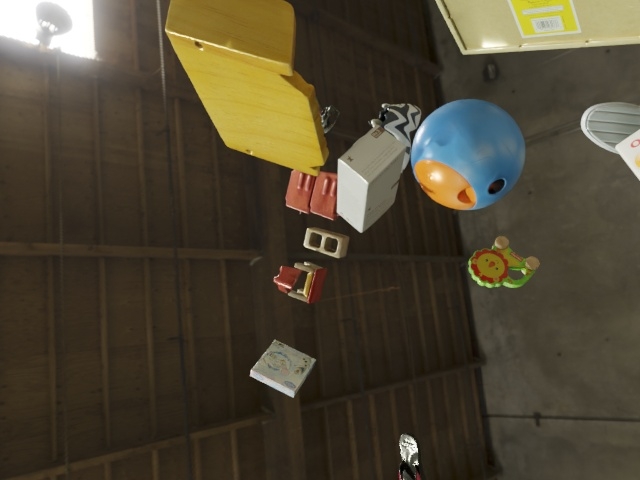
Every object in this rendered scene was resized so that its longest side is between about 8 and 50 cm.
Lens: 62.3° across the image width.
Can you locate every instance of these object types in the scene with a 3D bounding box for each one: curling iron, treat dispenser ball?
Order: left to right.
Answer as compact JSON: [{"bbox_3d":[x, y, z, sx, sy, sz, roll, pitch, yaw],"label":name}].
[{"bbox_3d":[0.006,-0.347,1.424,0.035,0.068,0.274,32,-163,-20],"label":"curling iron"},{"bbox_3d":[0.384,-0.224,1.391,0.288,0.288,0.288,15,-112,-41],"label":"treat dispenser ball"}]

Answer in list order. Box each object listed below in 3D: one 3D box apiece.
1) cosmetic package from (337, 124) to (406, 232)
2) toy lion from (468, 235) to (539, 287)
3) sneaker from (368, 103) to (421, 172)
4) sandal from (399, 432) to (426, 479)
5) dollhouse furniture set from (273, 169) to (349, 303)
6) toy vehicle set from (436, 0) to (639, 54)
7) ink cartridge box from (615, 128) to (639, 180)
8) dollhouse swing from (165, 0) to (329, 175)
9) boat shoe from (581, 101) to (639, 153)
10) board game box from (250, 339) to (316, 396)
[{"bbox_3d":[0.102,-0.121,1.108,0.085,0.231,0.117,41,-105,16],"label":"cosmetic package"},{"bbox_3d":[0.317,0.048,0.933,0.100,0.034,0.096,38,-109,21],"label":"toy lion"},{"bbox_3d":[0.214,-0.327,1.690,0.153,0.234,0.094,9,-155,-16],"label":"sneaker"},{"bbox_3d":[0.193,0.504,1.134,0.040,0.067,0.179,-14,-86,-45],"label":"sandal"},{"bbox_3d":[0.000,0.000,1.418,0.201,0.152,0.373,-2,-73,-62],"label":"dollhouse furniture set"},{"bbox_3d":[0.259,-0.299,0.623,0.166,0.267,0.035,44,-110,-42],"label":"toy vehicle set"},{"bbox_3d":[0.310,-0.047,0.409,0.090,0.092,0.143,32,-146,-31],"label":"ink cartridge box"},{"bbox_3d":[-0.088,-0.365,1.007,0.347,0.315,0.304,72,-139,-66],"label":"dollhouse swing"},{"bbox_3d":[0.727,-0.238,1.189,0.094,0.303,0.109,-77,0,-75],"label":"boat shoe"},{"bbox_3d":[-0.068,0.234,0.976,0.090,0.090,0.020,-47,-25,-53],"label":"board game box"}]
